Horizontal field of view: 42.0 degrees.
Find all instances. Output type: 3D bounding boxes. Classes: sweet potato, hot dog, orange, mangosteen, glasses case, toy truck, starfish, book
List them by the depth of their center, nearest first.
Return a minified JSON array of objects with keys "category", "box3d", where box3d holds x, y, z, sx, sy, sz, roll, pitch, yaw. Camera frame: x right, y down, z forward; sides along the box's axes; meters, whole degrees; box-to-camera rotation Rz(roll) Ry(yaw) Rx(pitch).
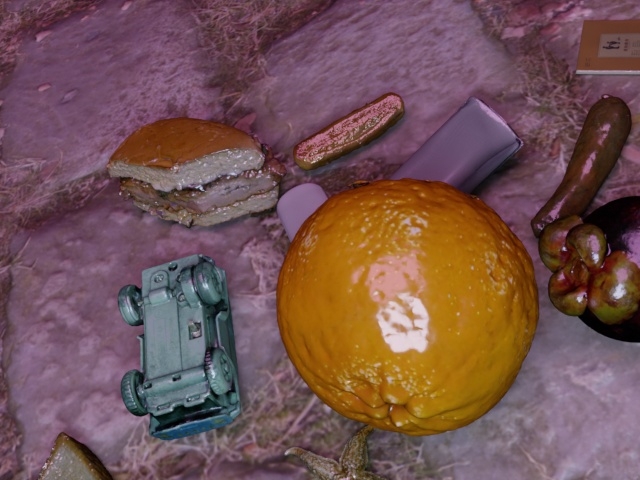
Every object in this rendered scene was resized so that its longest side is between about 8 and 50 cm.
[{"category":"orange","box3d":[0.106,0.095,1.074,0.341,0.340,0.293,0,46,20]},{"category":"mangosteen","box3d":[0.401,0.038,1.085,0.210,0.210,0.209,-9,56,14]},{"category":"starfish","box3d":[0.033,0.340,1.127,0.224,0.050,0.216,24,76,36]},{"category":"toy truck","box3d":[-0.202,0.156,1.255,0.155,0.156,0.278,-18,55,8]},{"category":"sweet potato","box3d":[0.404,-0.109,1.268,0.075,0.075,0.273,22,71,30]},{"category":"glasses case","box3d":[0.184,-0.088,1.325,0.308,0.083,0.128,-44,61,-11]},{"category":"glasses case","box3d":[0.000,0.000,1.344,0.092,0.059,0.233,-30,54,1]},{"category":"book","box3d":[0.524,-0.325,1.399,0.172,0.012,0.118,5,60,22]},{"category":"hot dog","box3d":[0.053,-0.184,1.455,0.216,0.047,0.066,-32,68,-3]}]

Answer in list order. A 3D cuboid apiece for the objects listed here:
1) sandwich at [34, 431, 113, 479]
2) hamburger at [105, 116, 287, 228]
[{"category":"sandwich","box3d":[-0.392,0.416,1.210,0.215,0.065,0.186,-43,55,-10]},{"category":"hamburger","box3d":[-0.221,-0.125,1.454,0.282,0.155,0.245,-26,46,-4]}]
